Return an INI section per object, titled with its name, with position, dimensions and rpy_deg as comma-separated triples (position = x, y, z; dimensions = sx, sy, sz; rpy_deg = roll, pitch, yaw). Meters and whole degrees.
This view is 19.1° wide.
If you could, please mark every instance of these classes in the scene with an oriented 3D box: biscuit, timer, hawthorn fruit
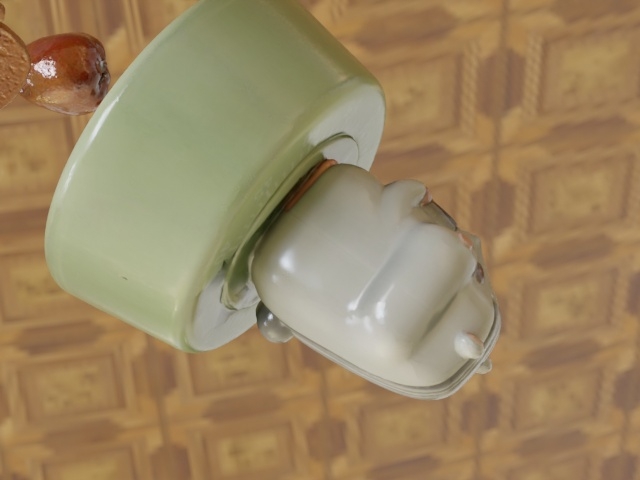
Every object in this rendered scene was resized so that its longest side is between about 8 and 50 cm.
[biscuit]
position = -0.220, -0.118, 1.160
dimensions = 0.091, 0.015, 0.078
rpy_deg = 34, 109, -23
[timer]
position = 0.000, 0.000, 1.439
dimensions = 0.291, 0.315, 0.291
rpy_deg = -49, 163, -20
[hawthorn fruit]
position = -0.243, -0.153, 1.752
dimensions = 0.093, 0.081, 0.081
rpy_deg = -8, 142, 9
